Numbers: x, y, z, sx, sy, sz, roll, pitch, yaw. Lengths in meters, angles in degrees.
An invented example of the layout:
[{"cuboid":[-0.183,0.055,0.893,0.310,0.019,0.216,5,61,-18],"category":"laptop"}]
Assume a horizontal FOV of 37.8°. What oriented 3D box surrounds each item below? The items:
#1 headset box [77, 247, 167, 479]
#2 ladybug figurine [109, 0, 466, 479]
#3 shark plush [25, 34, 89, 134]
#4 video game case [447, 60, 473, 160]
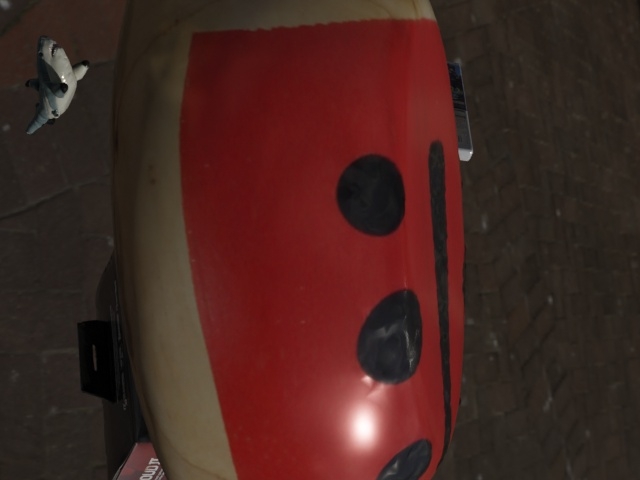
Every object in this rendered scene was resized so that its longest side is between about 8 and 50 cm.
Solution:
[{"cuboid":[-0.090,0.122,0.914,0.293,0.110,0.218,5,51,-24],"category":"headset box"},{"cuboid":[0.000,0.000,0.599,0.305,0.161,0.450,-31,118,-66],"category":"ladybug figurine"},{"cuboid":[-0.371,-0.208,1.278,0.067,0.161,0.073,31,54,-8],"category":"shark plush"},{"cuboid":[0.099,-0.191,1.257,0.023,0.201,0.184,107,-13,-48],"category":"video game case"}]
